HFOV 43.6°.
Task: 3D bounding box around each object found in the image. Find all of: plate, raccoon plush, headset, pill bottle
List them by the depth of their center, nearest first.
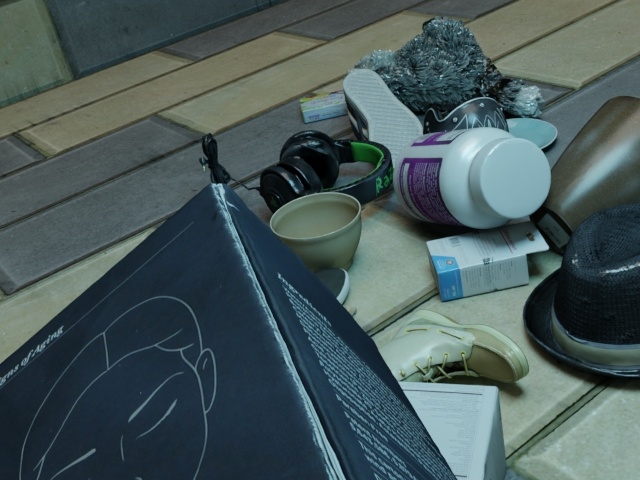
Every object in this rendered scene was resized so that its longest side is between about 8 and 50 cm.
[{"bbox_3d":[0.254,-0.106,1.360,0.169,0.169,0.301,-21,11,-15],"label":"pill bottle"},{"bbox_3d":[-0.050,-0.151,1.621,0.394,0.185,0.243,-3,30,23],"label":"headset"},{"bbox_3d":[0.412,-0.215,1.715,0.188,0.024,0.188,-9,29,5],"label":"plate"},{"bbox_3d":[0.255,-0.360,1.866,0.299,0.216,0.446,-32,34,-17],"label":"raccoon plush"}]

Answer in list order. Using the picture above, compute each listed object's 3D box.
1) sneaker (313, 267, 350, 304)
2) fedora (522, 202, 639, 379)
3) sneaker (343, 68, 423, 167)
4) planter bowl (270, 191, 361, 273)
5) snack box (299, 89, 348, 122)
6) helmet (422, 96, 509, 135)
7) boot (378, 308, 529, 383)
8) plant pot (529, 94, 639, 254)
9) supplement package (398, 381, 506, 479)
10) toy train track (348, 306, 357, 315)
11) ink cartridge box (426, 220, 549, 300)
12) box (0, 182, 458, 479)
[{"bbox_3d":[-0.077,0.079,1.273,0.295,0.147,0.104,-28,31,-27],"label":"sneaker"},{"bbox_3d":[0.445,0.045,1.122,0.334,0.153,0.334,-10,30,6],"label":"fedora"},{"bbox_3d":[0.151,-0.237,1.775,0.126,0.127,0.321,-21,55,-3],"label":"sneaker"},{"bbox_3d":[0.000,0.000,1.418,0.162,0.109,0.162,-9,30,5],"label":"planter bowl"},{"bbox_3d":[0.020,-0.354,2.095,0.141,0.037,0.100,-12,31,1],"label":"snack box"},{"bbox_3d":[0.296,-0.207,1.596,0.169,0.169,0.161,-22,27,-16],"label":"helmet"},{"bbox_3d":[0.156,0.176,1.087,0.165,0.077,0.213,-32,29,-31],"label":"boot"},{"bbox_3d":[0.464,-0.084,1.319,0.230,0.215,0.215,-38,35,-12],"label":"plant pot"},{"bbox_3d":[0.114,0.283,0.856,0.139,0.134,0.244,0,32,21],"label":"supplement package"},{"bbox_3d":[0.041,0.133,1.271,0.048,0.014,0.083,-6,24,26],"label":"toy train track"},{"bbox_3d":[0.272,0.032,1.304,0.180,0.060,0.104,-12,29,3],"label":"ink cartridge box"},{"bbox_3d":[-0.134,0.276,0.643,0.480,0.297,0.472,-40,32,5],"label":"box"}]
